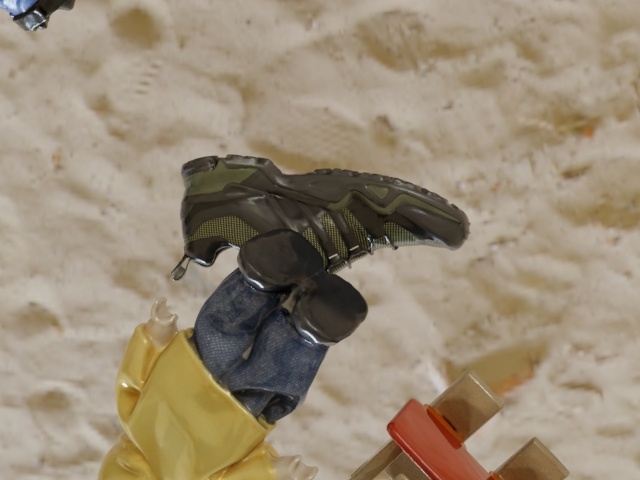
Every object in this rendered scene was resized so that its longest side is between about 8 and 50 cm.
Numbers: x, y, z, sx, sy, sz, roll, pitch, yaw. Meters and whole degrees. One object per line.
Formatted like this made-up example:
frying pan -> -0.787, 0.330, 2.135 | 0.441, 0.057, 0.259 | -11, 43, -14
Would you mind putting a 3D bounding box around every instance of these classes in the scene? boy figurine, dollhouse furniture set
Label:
boy figurine -> -0.079, 0.131, 1.081 | 0.177, 0.092, 0.285 | 42, 120, 11
dollhouse furniture set -> 0.143, 0.215, 1.009 | 0.259, 0.262, 0.135 | 46, 108, 4

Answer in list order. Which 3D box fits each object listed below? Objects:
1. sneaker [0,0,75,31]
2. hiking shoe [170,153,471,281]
sneaker -> -0.260, -0.197, 1.153 | 0.152, 0.058, 0.084 | -16, 135, 28
hiking shoe -> 0.000, 0.000, 1.106 | 0.227, 0.086, 0.114 | 8, 93, 3
